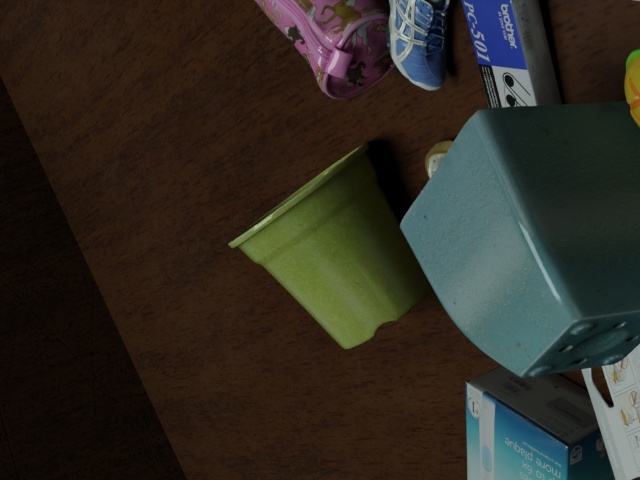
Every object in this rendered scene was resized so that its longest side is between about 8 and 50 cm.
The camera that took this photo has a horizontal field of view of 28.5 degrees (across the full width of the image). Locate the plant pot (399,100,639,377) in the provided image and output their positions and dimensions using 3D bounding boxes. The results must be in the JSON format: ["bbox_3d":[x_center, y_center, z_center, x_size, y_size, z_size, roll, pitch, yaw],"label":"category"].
[{"bbox_3d":[0.278,0.014,1.468,0.248,0.247,0.252,120,137,-53],"label":"plant pot"}]

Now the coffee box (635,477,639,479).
[{"bbox_3d":[0.511,0.323,1.519,0.246,0.141,0.098,-7,106,63],"label":"coffee box"}]

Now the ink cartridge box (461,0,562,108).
[{"bbox_3d":[0.249,-0.221,1.612,0.097,0.046,0.207,19,134,54],"label":"ink cartridge box"}]

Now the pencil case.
[{"bbox_3d":[-0.036,-0.378,1.869,0.386,0.167,0.160,48,164,25],"label":"pencil case"}]

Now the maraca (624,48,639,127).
[{"bbox_3d":[0.400,-0.141,1.378,0.186,0.099,0.127,48,168,-29],"label":"maraca"}]

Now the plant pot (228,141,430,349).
[{"bbox_3d":[0.037,0.024,2.025,0.254,0.276,0.276,53,154,-4],"label":"plant pot"}]

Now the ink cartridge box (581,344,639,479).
[{"bbox_3d":[0.411,0.145,1.554,0.239,0.060,0.275,131,128,-62],"label":"ink cartridge box"}]

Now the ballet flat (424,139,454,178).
[{"bbox_3d":[0.201,-0.097,1.791,0.232,0.073,0.080,9,120,59],"label":"ballet flat"}]

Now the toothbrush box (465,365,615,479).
[{"bbox_3d":[0.329,0.353,1.864,0.216,0.126,0.296,32,134,48],"label":"toothbrush box"}]

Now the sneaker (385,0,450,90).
[{"bbox_3d":[0.137,-0.304,1.724,0.081,0.080,0.211,22,132,58],"label":"sneaker"}]
